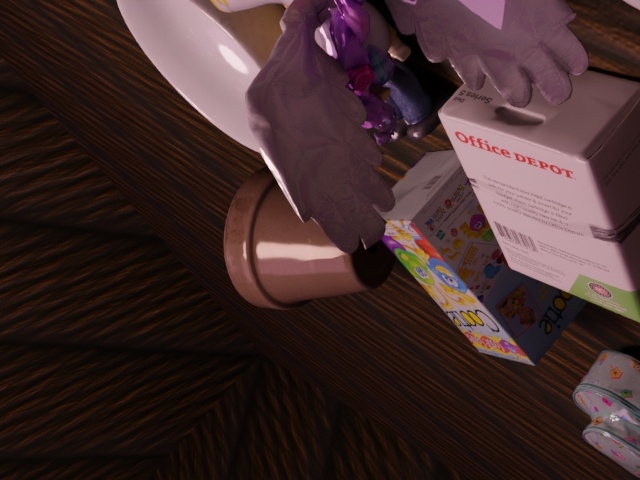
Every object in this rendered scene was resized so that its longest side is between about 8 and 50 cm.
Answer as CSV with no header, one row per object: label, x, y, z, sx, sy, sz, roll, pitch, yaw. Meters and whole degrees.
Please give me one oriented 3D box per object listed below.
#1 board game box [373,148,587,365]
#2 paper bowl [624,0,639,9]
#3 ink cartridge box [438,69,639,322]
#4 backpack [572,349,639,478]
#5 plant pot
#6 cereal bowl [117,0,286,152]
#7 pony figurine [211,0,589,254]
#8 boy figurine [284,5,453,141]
board game box,0.218,0.022,1.368,0.275,0.144,0.142,48,164,-17
paper bowl,0.245,-0.244,0.604,0.284,0.148,0.284,39,165,12
ink cartridge box,0.272,-0.059,1.080,0.198,0.114,0.273,26,158,44
backpack,0.452,0.248,1.413,0.188,0.144,0.166,42,170,14
plant pot,0.000,0.000,1.720,0.229,0.263,0.263,4,142,38
cereal bowl,-0.117,-0.281,1.385,0.339,0.141,0.339,39,164,13
pony figurine,0.020,-0.199,0.937,0.351,0.303,0.363,52,174,-4
boy figurine,0.037,-0.245,1.205,0.285,0.092,0.177,49,163,-19
